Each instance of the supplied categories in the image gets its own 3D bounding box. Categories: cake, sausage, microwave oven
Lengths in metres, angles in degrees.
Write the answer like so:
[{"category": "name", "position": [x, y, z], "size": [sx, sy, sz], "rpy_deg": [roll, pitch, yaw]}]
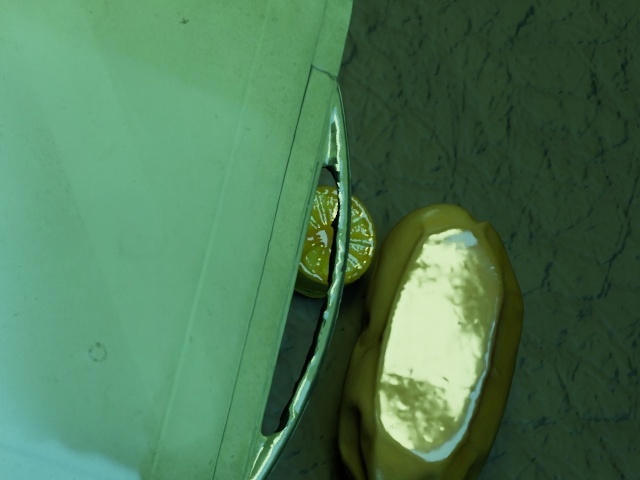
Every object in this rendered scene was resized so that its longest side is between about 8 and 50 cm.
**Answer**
[{"category": "cake", "position": [0.000, 0.000, 1.277], "size": [0.084, 0.044, 0.084], "rpy_deg": [7, 74, -26]}, {"category": "sausage", "position": [0.083, 0.088, 1.253], "size": [0.120, 0.136, 0.241], "rpy_deg": [13, 73, 3]}, {"category": "microwave oven", "position": [-0.180, -0.005, 1.066], "size": [0.333, 0.247, 0.394], "rpy_deg": [21, 69, -21]}]
